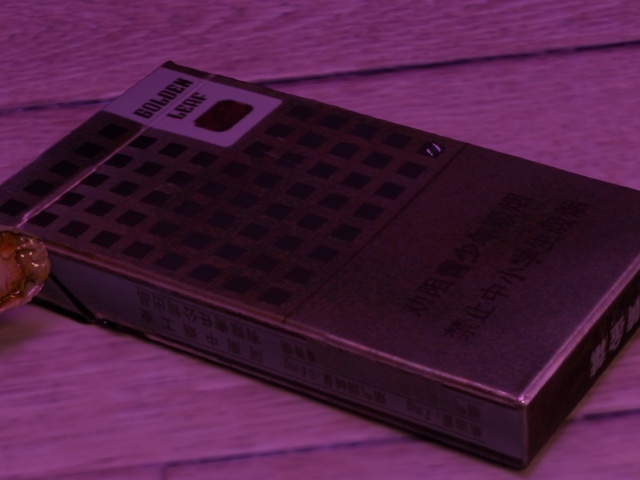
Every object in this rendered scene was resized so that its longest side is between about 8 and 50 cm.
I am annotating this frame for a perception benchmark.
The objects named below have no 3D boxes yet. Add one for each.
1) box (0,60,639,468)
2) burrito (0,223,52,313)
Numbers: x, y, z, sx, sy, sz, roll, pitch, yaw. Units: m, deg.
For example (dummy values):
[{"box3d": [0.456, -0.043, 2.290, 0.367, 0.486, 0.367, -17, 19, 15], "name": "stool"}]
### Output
[{"box3d": [0.000, -0.001, 0.940, 0.325, 0.047, 0.180, 17, 40, 29], "name": "box"}, {"box3d": [-0.252, 0.017, 0.928, 0.226, 0.060, 0.087, 2, 10, 25], "name": "burrito"}]
